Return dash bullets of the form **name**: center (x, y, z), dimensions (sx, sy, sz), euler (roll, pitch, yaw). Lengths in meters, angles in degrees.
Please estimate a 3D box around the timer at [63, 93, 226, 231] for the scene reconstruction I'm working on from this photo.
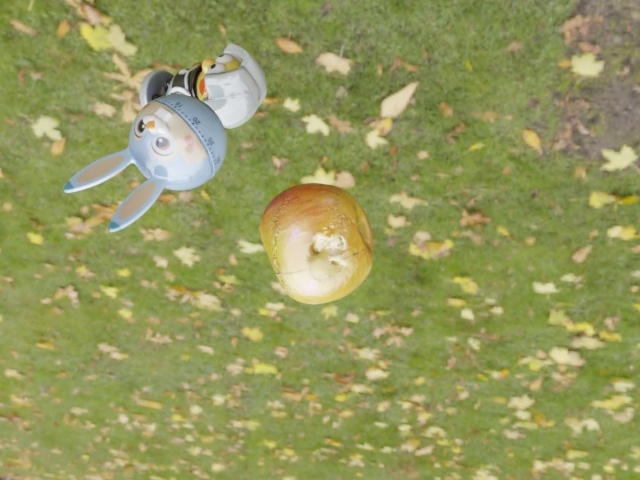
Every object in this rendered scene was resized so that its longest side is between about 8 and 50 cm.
- **timer**: center (-0.264, -0.144, 1.234), dimensions (0.175, 0.175, 0.255), euler (-6, -164, 42)

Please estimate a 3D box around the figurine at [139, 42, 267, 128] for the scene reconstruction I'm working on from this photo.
- **figurine**: center (-0.210, -0.289, 1.470), dimensions (0.236, 0.176, 0.133), euler (-2, 136, 32)

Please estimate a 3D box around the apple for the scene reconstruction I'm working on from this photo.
- **apple**: center (0.000, 0.000, 0.909), dimensions (0.146, 0.146, 0.146), euler (10, 163, 3)
